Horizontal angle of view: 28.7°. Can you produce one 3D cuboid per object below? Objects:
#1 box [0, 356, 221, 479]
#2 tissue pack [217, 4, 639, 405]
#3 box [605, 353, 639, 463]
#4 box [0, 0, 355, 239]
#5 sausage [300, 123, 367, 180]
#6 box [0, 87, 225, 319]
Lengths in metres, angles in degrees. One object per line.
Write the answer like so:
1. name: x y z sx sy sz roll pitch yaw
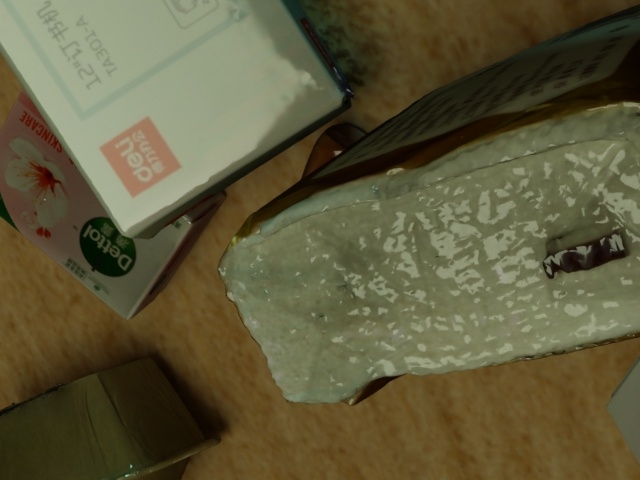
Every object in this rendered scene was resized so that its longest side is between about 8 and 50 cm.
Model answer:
1. box: -0.148 0.141 0.772 0.177 0.111 0.111 -24 102 31
2. tissue pack: 0.085 -0.027 0.514 0.183 0.226 0.092 -21 102 30
3. box: 0.217 0.048 0.555 0.130 0.051 0.129 9 125 -25
4. box: -0.104 -0.145 0.611 0.135 0.079 0.269 -31 99 9
5. sausage: 0.000 0.000 0.676 0.041 0.039 0.131 22 121 5
6. box: -0.129 -0.028 0.718 0.125 0.043 0.089 38 123 4
